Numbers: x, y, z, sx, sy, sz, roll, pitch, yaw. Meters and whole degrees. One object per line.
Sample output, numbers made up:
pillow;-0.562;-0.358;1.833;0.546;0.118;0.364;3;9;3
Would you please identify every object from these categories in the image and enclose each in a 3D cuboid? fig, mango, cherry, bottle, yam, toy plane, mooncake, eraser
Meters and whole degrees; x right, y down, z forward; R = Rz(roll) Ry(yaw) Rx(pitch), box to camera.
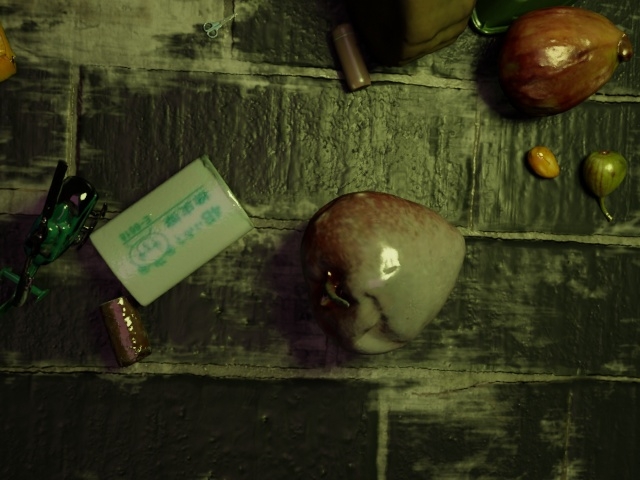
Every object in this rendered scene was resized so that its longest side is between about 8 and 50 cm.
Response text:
fig;0.647;-0.122;1.319;0.093;0.093;0.166;-3;96;-6
mango;0.512;-0.177;1.321;0.089;0.046;0.060;37;86;-10
cherry;0.121;0.068;1.162;0.335;0.291;0.326;13;76;-27
bottle;0.066;-0.398;1.261;0.053;0.053;0.140;-20;93;-6
yam;-0.407;0.188;1.211;0.079;0.079;0.141;-19;92;-6
fig;0.498;-0.377;1.223;0.263;0.224;0.223;-17;93;-3
toy plane;-0.548;0.004;1.155;0.106;0.155;0.381;36;104;-7
mooncake;0.169;-0.520;1.141;0.187;0.324;0.323;-25;94;-10
eraser;-0.303;-0.021;1.204;0.290;0.104;0.189;-37;99;-4

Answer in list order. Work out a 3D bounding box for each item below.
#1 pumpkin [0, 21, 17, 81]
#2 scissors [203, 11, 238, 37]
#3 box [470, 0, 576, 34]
pumpkin;-0.712;-0.446;1.103;0.139;0.190;0.280;-22;94;-7
scissors;-0.213;-0.470;1.251;0.083;0.006;0.036;-33;97;-5
box;0.437;-0.638;1.237;0.253;0.178;0.328;-13;92;-5
